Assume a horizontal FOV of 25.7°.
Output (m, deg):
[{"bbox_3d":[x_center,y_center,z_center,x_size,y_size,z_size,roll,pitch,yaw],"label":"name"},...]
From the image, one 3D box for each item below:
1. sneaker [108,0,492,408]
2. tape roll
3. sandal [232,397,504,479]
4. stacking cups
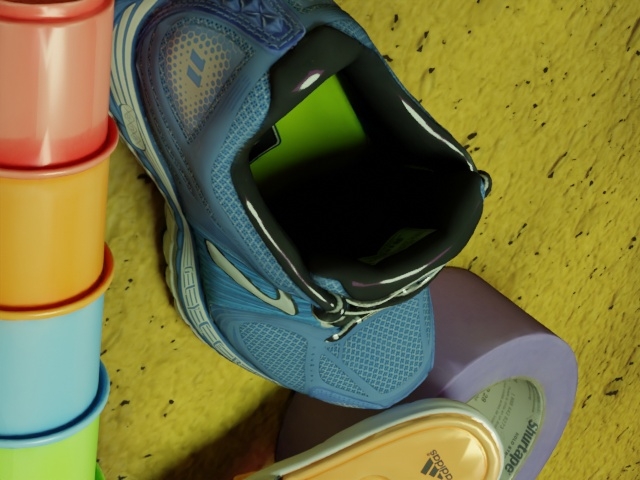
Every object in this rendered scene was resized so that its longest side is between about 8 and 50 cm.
[{"bbox_3d":[0.000,0.000,0.647,0.130,0.147,0.330,-43,145,-11],"label":"sneaker"},{"bbox_3d":[0.069,0.117,0.883,0.189,0.080,0.189,-28,139,-28],"label":"tape roll"},{"bbox_3d":[-0.020,0.172,0.760,0.265,0.076,0.102,-32,104,9],"label":"sandal"},{"bbox_3d":[-0.123,0.035,0.596,0.096,0.096,0.316,-15,129,-40],"label":"stacking cups"}]
